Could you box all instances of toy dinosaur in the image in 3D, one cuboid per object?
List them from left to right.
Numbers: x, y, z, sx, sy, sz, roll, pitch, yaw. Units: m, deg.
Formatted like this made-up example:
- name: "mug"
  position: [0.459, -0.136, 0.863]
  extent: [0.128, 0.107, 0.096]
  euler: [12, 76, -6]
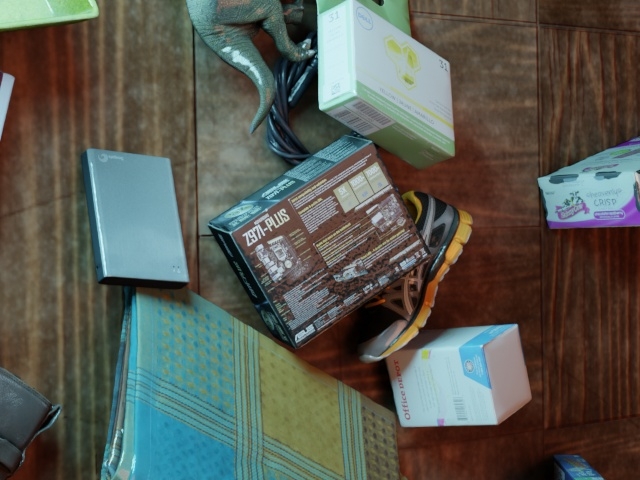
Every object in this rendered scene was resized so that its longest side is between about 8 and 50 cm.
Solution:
- name: "toy dinosaur"
  position: [-0.080, -0.267, 1.525]
  extent: [0.160, 0.121, 0.313]
  euler: [12, 88, -25]

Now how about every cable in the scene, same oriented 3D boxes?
- name: "cable"
  position: [0.012, -0.150, 1.617]
  extent: [0.184, 0.047, 0.150]
  euler: [-36, 111, -31]

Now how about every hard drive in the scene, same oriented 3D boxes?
- name: "hard drive"
  position: [-0.181, -0.021, 1.455]
  extent: [0.094, 0.022, 0.135]
  euler: [5, 64, -37]

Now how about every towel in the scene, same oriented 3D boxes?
- name: "towel"
  position: [-0.055, 0.205, 1.479]
  extent: [0.370, 0.040, 0.271]
  euler: [33, 36, -30]

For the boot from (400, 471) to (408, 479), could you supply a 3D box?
- name: "boot"
  position: [0.043, 0.377, 1.557]
  extent: [0.269, 0.236, 0.089]
  euler: [-37, 146, -34]

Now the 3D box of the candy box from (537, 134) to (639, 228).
- name: "candy box"
  position: [0.408, -0.081, 1.851]
  extent: [0.233, 0.159, 0.071]
  euler: [-21, 102, -35]

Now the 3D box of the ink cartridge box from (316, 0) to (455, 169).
- name: "ink cartridge box"
  position: [0.067, -0.211, 1.590]
  extent: [0.171, 0.056, 0.235]
  euler: [27, 53, -42]

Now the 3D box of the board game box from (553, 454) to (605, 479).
- name: "board game box"
  position: [0.302, 0.332, 1.760]
  extent: [0.035, 0.201, 0.136]
  euler: [0, 91, 2]

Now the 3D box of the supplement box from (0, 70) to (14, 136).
- name: "supplement box"
  position: [-0.396, -0.115, 1.287]
  extent: [0.239, 0.073, 0.130]
  euler: [19, 78, -37]

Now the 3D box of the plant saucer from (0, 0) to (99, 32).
- name: "plant saucer"
  position: [-0.318, -0.249, 1.325]
  extent: [0.188, 0.045, 0.188]
  euler: [-14, 67, -37]

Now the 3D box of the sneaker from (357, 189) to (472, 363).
- name: "sneaker"
  position: [0.087, 0.040, 1.663]
  extent: [0.083, 0.084, 0.215]
  euler: [36, 65, -17]

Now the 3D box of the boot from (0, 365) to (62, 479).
- name: "boot"
  position: [-0.370, 0.187, 1.314]
  extent: [0.263, 0.091, 0.229]
  euler: [33, 65, -37]

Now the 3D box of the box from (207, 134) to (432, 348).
- name: "box"
  position: [0.000, 0.000, 1.557]
  extent: [0.180, 0.077, 0.147]
  euler: [-34, 109, -14]

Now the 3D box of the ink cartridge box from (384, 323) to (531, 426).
- name: "ink cartridge box"
  position: [0.146, 0.150, 1.671]
  extent: [0.090, 0.143, 0.092]
  euler: [-24, 105, -53]
